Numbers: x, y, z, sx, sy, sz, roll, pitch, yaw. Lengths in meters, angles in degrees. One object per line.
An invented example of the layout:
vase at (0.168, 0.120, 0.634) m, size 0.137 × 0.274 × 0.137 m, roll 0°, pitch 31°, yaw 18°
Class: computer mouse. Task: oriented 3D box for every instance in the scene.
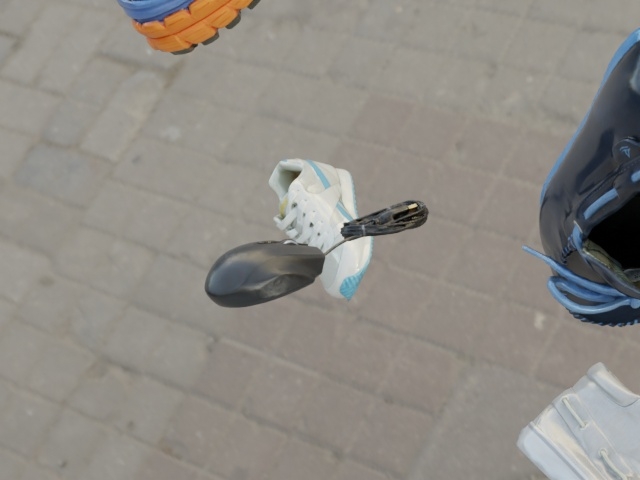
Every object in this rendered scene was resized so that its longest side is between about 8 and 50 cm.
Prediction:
computer mouse at (0.000, 0.000, 1.174) m, size 0.242 × 0.041 × 0.071 m, roll -24°, pitch 21°, yaw -37°

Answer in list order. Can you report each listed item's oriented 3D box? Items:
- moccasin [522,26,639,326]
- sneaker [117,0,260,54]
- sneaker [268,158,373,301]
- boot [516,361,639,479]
moccasin at (0.209, -0.010, 0.913) m, size 0.138 × 0.342 × 0.117 m, roll -2°, pitch 62°, yaw 5°
sneaker at (-0.016, -0.168, 0.523) m, size 0.221 × 0.087 × 0.083 m, roll -43°, pitch 28°, yaw 18°
sneaker at (-0.003, -0.012, 1.551) m, size 0.087 × 0.092 × 0.228 m, roll -63°, pitch 25°, yaw 27°
boot at (0.290, 0.210, 1.180) m, size 0.123 × 0.095 × 0.258 m, roll -48°, pitch 48°, yaw 3°
